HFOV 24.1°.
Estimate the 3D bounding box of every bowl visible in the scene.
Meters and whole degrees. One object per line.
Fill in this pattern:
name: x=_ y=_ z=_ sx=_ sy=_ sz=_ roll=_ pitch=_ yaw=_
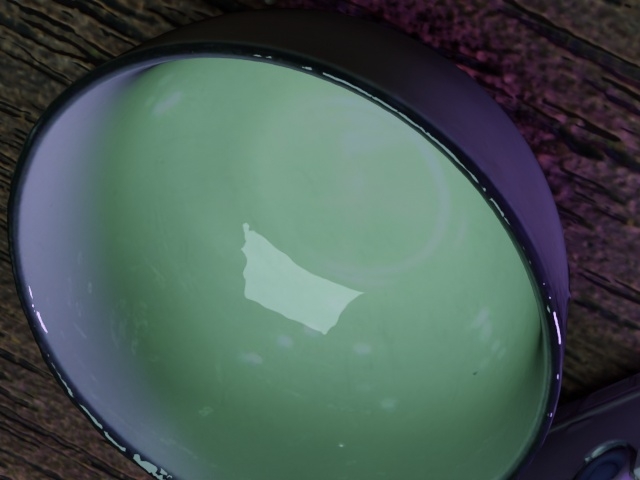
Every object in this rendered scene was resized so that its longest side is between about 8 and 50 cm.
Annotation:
bowl: x=0.000 y=0.000 z=0.945 sx=0.354 sy=0.185 sz=0.354 roll=12 pitch=125 yaw=17

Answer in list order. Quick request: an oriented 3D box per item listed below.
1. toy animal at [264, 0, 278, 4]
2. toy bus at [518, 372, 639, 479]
toy animal: x=0.024 y=-0.200 z=0.872 sx=0.150 sy=0.083 sz=0.089 roll=-32 pitch=122 yaw=19
toy bus: x=0.198 y=0.180 z=1.004 sx=0.202 sy=0.142 sz=0.142 roll=-30 pitch=106 yaw=36
